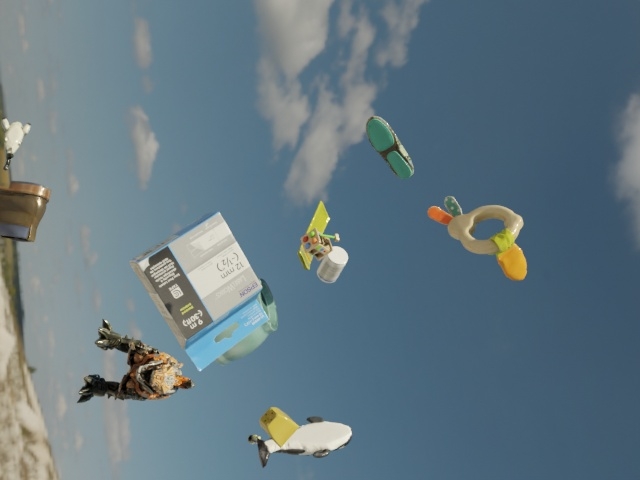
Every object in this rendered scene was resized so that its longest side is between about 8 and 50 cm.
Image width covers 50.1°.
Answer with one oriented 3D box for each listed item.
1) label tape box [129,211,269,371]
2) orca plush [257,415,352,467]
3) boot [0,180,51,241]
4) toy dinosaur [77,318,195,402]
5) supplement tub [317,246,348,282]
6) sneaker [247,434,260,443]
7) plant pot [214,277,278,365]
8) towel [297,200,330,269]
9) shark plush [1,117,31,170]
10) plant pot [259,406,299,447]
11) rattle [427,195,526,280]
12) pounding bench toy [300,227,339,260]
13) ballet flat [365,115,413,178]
[{"bbox_3d":[-0.293,0.135,1.781,0.348,0.249,0.115,61,-24,-12],"label":"label tape box"},{"bbox_3d":[-0.045,0.631,2.063,0.151,0.287,0.102,46,-36,47],"label":"orca plush"},{"bbox_3d":[-0.613,-0.052,1.279,0.082,0.219,0.106,40,52,-66],"label":"boot"},{"bbox_3d":[-0.371,0.285,1.427,0.322,0.218,0.164,117,-14,-56],"label":"toy dinosaur"},{"bbox_3d":[0.036,0.077,2.128,0.107,0.071,0.071,-61,-139,47],"label":"supplement tub"},{"bbox_3d":[-0.230,0.664,2.300,0.083,0.035,0.031,-28,-139,57],"label":"sneaker"},{"bbox_3d":[-0.252,0.227,2.168,0.293,0.196,0.293,-18,90,-82],"label":"plant pot"},{"bbox_3d":[-0.022,-0.018,2.406,0.102,0.021,0.237,68,37,-49],"label":"towel"},{"bbox_3d":[-0.823,-0.257,1.850,0.067,0.073,0.161,-50,-134,52],"label":"shark plush"},{"bbox_3d":[-0.130,0.534,1.992,0.081,0.081,0.083,27,-19,52],"label":"plant pot"},{"bbox_3d":[0.339,-0.007,1.467,0.199,0.142,0.130,10,-110,41],"label":"rattle"},{"bbox_3d":[0.000,0.000,1.773,0.083,0.065,0.052,-36,-132,20],"label":"pounding bench toy"},{"bbox_3d":[0.173,-0.239,1.727,0.188,0.070,0.070,57,-16,-22],"label":"ballet flat"}]
